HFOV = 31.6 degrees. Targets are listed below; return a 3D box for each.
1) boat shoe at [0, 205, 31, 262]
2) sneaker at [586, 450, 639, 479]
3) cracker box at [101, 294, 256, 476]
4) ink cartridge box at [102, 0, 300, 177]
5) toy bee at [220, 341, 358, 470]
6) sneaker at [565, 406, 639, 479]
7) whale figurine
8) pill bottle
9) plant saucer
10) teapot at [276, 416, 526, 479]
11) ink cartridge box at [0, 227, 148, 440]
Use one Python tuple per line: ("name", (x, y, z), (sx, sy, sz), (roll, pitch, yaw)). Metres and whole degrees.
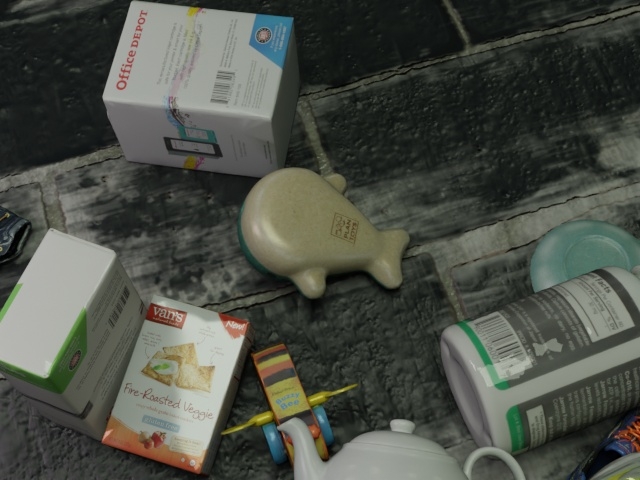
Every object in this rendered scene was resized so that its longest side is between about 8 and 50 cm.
("boat shoe", (-0.538, 0.024, 1.793), (0.083, 0.065, 0.183), (22, 66, 15))
("sneaker", (0.316, 0.407, 1.467), (0.384, 0.147, 0.145), (-39, 87, 5))
("cracker box", (-0.205, 0.212, 1.660), (0.155, 0.067, 0.232), (15, 75, 11))
("ink cartridge box", (-0.185, -0.242, 1.834), (0.270, 0.197, 0.198), (8, 65, 7))
("toy bee", (-0.022, 0.260, 1.597), (0.195, 0.162, 0.298), (-38, 68, -17))
("sneaker", (0.430, 0.301, 1.591), (0.083, 0.087, 0.221), (40, 72, 19))
("whale figurine", (0.000, 0.000, 1.760), (0.272, 0.141, 0.216), (18, 63, -15))
("pill bottle", (0.370, 0.157, 1.601), (0.361, 0.204, 0.204), (-19, 64, -7))
("plant saucer", (0.424, 0.045, 1.748), (0.194, 0.037, 0.195), (-2, 63, 3))
("teapot", (0.104, 0.328, 1.468), (0.252, 0.256, 0.187), (-2, 71, 36))
("ink cartridge box", (-0.347, 0.141, 1.611), (0.114, 0.273, 0.198), (19, 66, 15))
